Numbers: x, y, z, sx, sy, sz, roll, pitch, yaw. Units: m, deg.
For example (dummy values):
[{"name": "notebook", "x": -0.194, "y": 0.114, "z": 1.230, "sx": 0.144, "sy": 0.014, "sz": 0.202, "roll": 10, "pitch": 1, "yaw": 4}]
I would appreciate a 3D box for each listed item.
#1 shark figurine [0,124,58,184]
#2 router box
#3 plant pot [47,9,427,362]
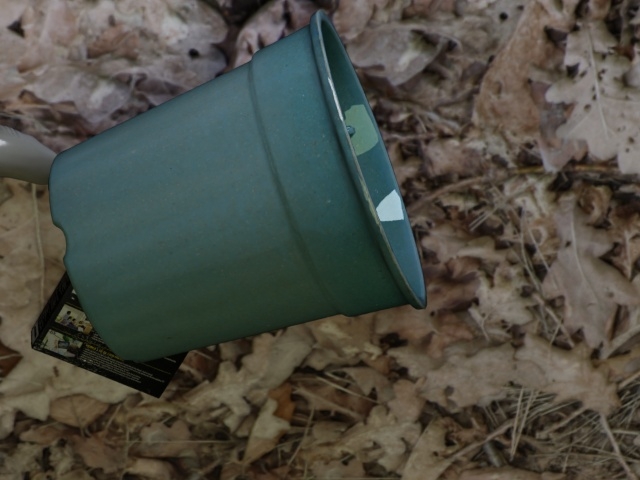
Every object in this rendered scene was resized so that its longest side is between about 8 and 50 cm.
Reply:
[{"name": "shark figurine", "x": -0.437, "y": -0.066, "z": 1.630, "sx": 0.278, "sy": 0.116, "sz": 0.166, "roll": -25, "pitch": 119, "yaw": 1}, {"name": "router box", "x": -0.244, "y": 0.104, "z": 1.799, "sx": 0.179, "sy": 0.046, "sz": 0.133, "roll": 25, "pitch": 110, "yaw": -23}, {"name": "plant pot", "x": -0.094, "y": -0.032, "z": 1.611, "sx": 0.334, "sy": 0.341, "sz": 0.341, "roll": -20, "pitch": 121, "yaw": 9}]
